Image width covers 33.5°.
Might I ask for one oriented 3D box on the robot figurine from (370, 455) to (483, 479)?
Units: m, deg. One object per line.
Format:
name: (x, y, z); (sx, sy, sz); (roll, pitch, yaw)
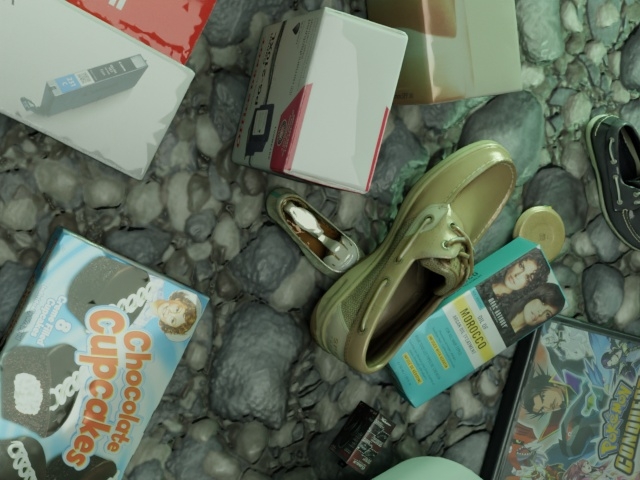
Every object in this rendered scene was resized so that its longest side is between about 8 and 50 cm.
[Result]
robot figurine: (0.095, 0.377, 1.243); (0.353, 0.299, 0.200); (-11, 111, -55)

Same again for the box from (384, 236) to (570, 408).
box: (0.190, 0.104, 1.360); (0.244, 0.060, 0.101); (-32, 107, -8)

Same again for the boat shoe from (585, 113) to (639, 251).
boat shoe: (0.420, -0.073, 1.433); (0.075, 0.065, 0.206); (-29, 106, -15)

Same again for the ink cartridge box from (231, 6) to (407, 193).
ink cartridge box: (-0.010, -0.151, 1.171); (0.100, 0.237, 0.172); (14, 92, -19)

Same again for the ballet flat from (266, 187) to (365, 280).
ballet flat: (0.000, 0.000, 1.291); (0.168, 0.052, 0.057); (39, 83, -21)

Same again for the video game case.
video game case: (0.359, 0.252, 1.467); (0.248, 0.035, 0.275); (15, 91, -21)

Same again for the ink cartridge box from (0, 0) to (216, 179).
ink cartridge box: (-0.272, -0.246, 1.151); (0.296, 0.066, 0.261); (26, 88, -22)

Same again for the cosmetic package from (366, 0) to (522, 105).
cosmetic package: (0.134, -0.313, 1.251); (0.129, 0.153, 0.296); (-10, 99, -20)

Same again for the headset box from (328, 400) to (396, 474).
headset box: (0.050, 0.250, 1.336); (0.032, 0.062, 0.083); (38, 83, -20)

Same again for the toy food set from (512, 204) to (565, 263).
toy food set: (0.291, -0.005, 1.417); (0.082, 0.020, 0.083); (-17, 102, -18)

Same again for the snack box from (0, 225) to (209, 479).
snack box: (-0.281, 0.167, 1.202); (0.187, 0.060, 0.322); (27, 87, -22)

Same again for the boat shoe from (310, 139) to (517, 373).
boat shoe: (0.139, 0.023, 1.298); (0.341, 0.110, 0.122); (-49, 130, -9)
